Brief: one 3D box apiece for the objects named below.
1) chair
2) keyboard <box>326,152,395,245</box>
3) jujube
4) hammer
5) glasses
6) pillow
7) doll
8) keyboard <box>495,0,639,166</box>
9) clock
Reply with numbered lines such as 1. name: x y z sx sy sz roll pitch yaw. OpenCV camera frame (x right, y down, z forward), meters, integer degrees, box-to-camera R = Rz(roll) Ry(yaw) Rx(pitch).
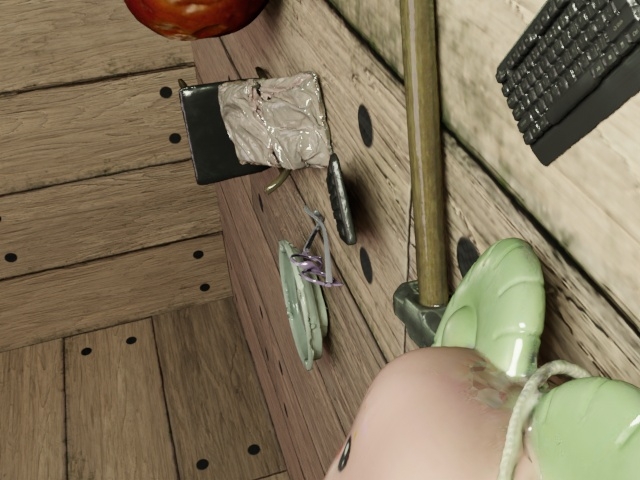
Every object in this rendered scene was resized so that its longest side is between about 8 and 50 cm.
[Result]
1. chair: -0.147 -0.193 1.193 0.272 0.166 0.188 -129 29 -65
2. keyboard: 0.027 -0.043 0.760 0.381 0.041 0.104 -179 76 -84
3. jujube: -0.170 -0.384 0.993 0.318 0.222 0.223 -110 9 -80
4. hammer: 0.083 -0.077 0.560 0.111 0.043 0.366 -129 30 -67
5. glasses: 0.000 0.000 1.062 0.140 0.062 0.104 -132 54 -67
6. pillow: -0.074 -0.166 0.994 0.248 0.049 0.135 13 124 54
7. doll: 0.113 0.156 0.402 0.284 0.216 0.269 -103 27 -63
8. keyboard: 0.136 -0.102 0.343 0.196 0.015 0.074 119 136 -73
9. clock: -0.027 0.108 1.231 0.236 0.053 0.237 170 90 -79
